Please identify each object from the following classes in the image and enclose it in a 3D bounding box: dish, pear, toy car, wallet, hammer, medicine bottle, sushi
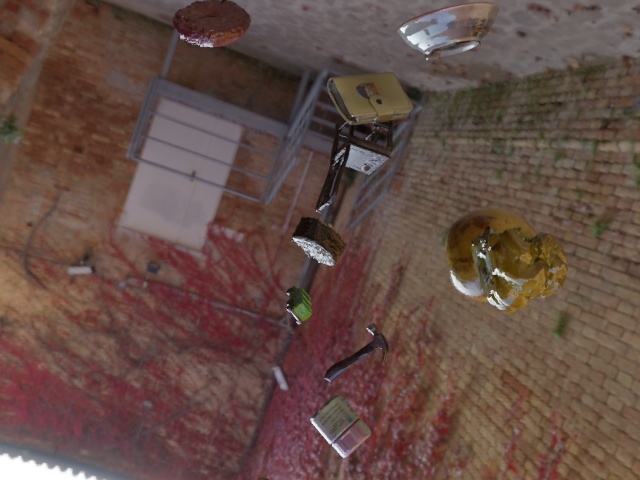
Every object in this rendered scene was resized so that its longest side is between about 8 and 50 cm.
[{"bbox_3d":[0.328,-0.519,1.687,0.260,0.085,0.260,-10,-177,1],"label":"dish"},{"bbox_3d":[0.499,0.039,1.946,0.280,0.281,0.281,19,-175,-2],"label":"pear"},{"bbox_3d":[-0.068,0.201,2.170,0.071,0.062,0.165,54,-169,-21],"label":"toy car"},{"bbox_3d":[0.099,-0.280,1.316,0.155,0.039,0.110,-13,-115,-29],"label":"wallet"},{"bbox_3d":[0.125,0.425,2.371,0.137,0.290,0.037,56,-152,13],"label":"hammer"},{"bbox_3d":[0.068,0.607,2.175,0.168,0.135,0.135,48,-166,16],"label":"medicine bottle"},{"bbox_3d":[0.000,0.000,1.687,0.090,0.078,0.150,-1,147,46],"label":"sushi"}]

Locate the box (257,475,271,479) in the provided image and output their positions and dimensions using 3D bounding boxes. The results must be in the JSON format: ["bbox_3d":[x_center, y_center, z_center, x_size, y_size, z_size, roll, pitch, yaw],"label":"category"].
[{"bbox_3d":[-0.104,0.786,2.014,0.207,0.050,0.041,23,-151,16],"label":"box"}]

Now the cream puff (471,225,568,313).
[{"bbox_3d":[0.426,0.057,1.405,0.194,0.195,0.221,19,-177,-2],"label":"cream puff"}]

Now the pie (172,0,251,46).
[{"bbox_3d":[-0.203,-0.412,1.254,0.154,0.036,0.154,0,-135,0],"label":"pie"}]

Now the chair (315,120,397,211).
[{"bbox_3d":[0.072,-0.155,1.386,0.113,0.229,0.106,17,160,-15],"label":"chair"}]
